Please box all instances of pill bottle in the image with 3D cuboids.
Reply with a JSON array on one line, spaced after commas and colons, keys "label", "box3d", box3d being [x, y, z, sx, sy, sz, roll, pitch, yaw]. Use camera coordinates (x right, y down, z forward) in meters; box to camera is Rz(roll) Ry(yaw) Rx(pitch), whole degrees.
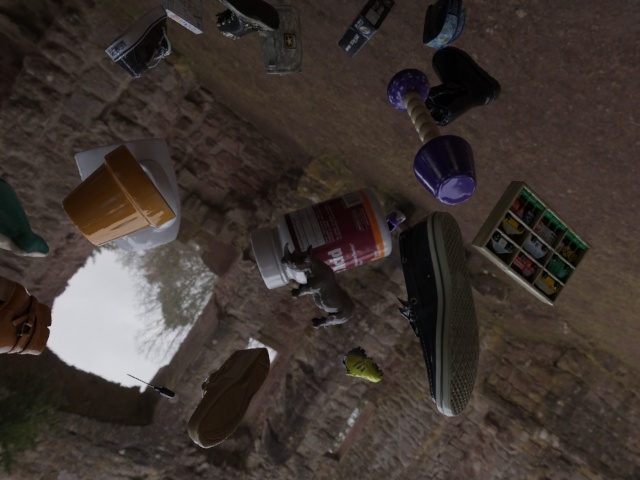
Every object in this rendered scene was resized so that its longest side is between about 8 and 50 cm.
[{"label": "pill bottle", "box3d": [0.000, 0.000, 1.291, 0.224, 0.391, 0.224, 161, 90, -89]}]

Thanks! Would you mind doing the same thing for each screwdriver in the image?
[{"label": "screwdriver", "box3d": [-0.545, 0.467, 1.347, 0.169, 0.025, 0.024, 32, -173, -23]}]

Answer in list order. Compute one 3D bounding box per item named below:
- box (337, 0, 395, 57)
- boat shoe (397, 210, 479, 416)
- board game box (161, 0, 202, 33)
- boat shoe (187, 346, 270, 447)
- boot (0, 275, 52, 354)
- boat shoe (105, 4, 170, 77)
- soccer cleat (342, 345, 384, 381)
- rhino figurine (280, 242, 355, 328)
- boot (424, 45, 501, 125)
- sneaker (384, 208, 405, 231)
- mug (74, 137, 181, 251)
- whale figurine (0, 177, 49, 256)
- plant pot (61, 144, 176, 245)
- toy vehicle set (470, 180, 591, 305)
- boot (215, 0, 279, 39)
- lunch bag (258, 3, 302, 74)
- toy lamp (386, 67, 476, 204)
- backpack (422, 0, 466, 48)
[{"label": "box", "box3d": [0.155, -0.741, 1.433, 0.077, 0.180, 0.147, 37, 150, -16]}, {"label": "boat shoe", "box3d": [0.289, 0.175, 1.068, 0.155, 0.501, 0.186, -17, 159, 39]}, {"label": "board game box", "box3d": [-0.426, -0.726, 1.301, 0.026, 0.104, 0.154, -1, 180, 25]}, {"label": "boat shoe", "box3d": [-0.126, 0.200, 0.554, 0.059, 0.063, 0.170, 0, -163, 21]}, {"label": "boot", "box3d": [-0.730, 0.229, 0.947, 0.220, 0.108, 0.284, 76, -175, -57]}, {"label": "boat shoe", "box3d": [-0.448, -0.518, 1.098, 0.105, 0.113, 0.306, 52, -159, -36]}, {"label": "soccer cleat", "box3d": [0.162, 0.510, 1.668, 0.093, 0.121, 0.289, 54, 172, -9]}, {"label": "rhino figurine", "box3d": [-0.009, 0.100, 0.959, 0.243, 0.106, 0.073, 57, -155, -17]}, {"label": "boot", "box3d": [0.329, -0.421, 1.134, 0.246, 0.207, 0.094, 53, 158, 28]}, {"label": "sneaker", "box3d": [0.226, -0.053, 1.466, 0.068, 0.071, 0.170, 42, 154, 1]}, {"label": "mug", "box3d": [-0.568, -0.142, 1.339, 0.374, 0.328, 0.276, 0, -164, 46]}, {"label": "whale figurine", "box3d": [-0.792, -0.066, 1.040, 0.272, 0.141, 0.216, 34, 174, 1]}, {"label": "plant pot", "box3d": [-0.483, -0.090, 0.997, 0.205, 0.188, 0.205, 50, 166, 17]}, {"label": "toy vehicle set", "box3d": [0.471, 0.011, 0.930, 0.266, 0.166, 0.035, 33, 179, -22]}, {"label": "boot", "box3d": [-0.256, -0.656, 1.209, 0.178, 0.085, 0.236, 5, 180, 37]}, {"label": "lunch bag", "box3d": [-0.156, -0.772, 1.636, 0.168, 0.236, 0.287, 0, -157, 5]}, {"label": "toy lamp", "box3d": [0.153, -0.153, 0.595, 0.080, 0.080, 0.275, 34, -146, -30]}, {"label": "backpack", "box3d": [0.329, -0.572, 1.117, 0.084, 0.115, 0.105, 13, 179, -21]}]
